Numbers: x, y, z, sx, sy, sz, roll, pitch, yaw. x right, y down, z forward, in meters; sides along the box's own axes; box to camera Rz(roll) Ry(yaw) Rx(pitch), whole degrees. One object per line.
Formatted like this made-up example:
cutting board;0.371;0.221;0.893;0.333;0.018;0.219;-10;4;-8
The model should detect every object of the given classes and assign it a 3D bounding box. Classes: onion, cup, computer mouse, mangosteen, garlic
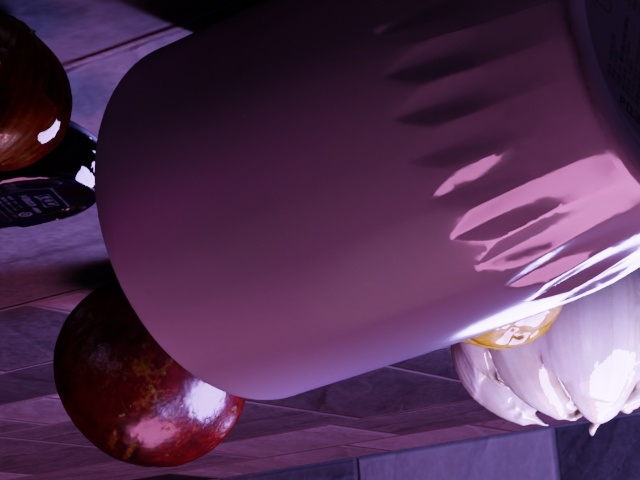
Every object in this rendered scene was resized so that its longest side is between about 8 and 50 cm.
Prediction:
onion;-0.217;-0.092;1.079;0.118;0.119;0.117;-4;-172;1
cup;0.058;-0.059;1.028;0.371;0.253;0.253;-21;158;39
computer mouse;-0.274;-0.057;1.235;0.233;0.096;0.137;-11;169;1
mangosteen;-0.160;0.119;1.762;0.257;0.215;0.215;-43;148;23
garlic;0.271;0.109;1.792;0.281;0.203;0.185;-6;164;14

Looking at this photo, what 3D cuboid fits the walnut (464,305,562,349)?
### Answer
walnut;0.167;0.039;1.622;0.180;0.144;0.144;4;163;-36
